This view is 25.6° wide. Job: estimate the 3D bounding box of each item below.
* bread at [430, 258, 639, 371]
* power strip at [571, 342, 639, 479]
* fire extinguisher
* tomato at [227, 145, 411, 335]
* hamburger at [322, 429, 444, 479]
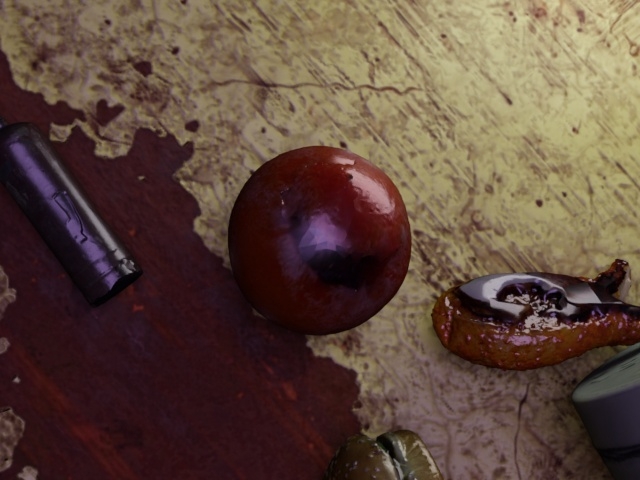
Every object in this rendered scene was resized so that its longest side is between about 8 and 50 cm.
[{"bbox_3d":[0.261,0.090,1.621,0.269,0.095,0.139,-3,39,-16],"label":"bread"},{"bbox_3d":[0.459,0.154,1.532,0.358,0.357,0.161,-28,87,-11],"label":"power strip"},{"bbox_3d":[-0.304,-0.051,1.561,0.072,0.089,0.267,-36,89,13],"label":"fire extinguisher"},{"bbox_3d":[0.000,0.000,1.552,0.208,0.184,0.208,1,81,-8],"label":"tomato"},{"bbox_3d":[0.069,0.299,1.508,0.122,0.215,0.189,-7,82,-16],"label":"hamburger"}]
